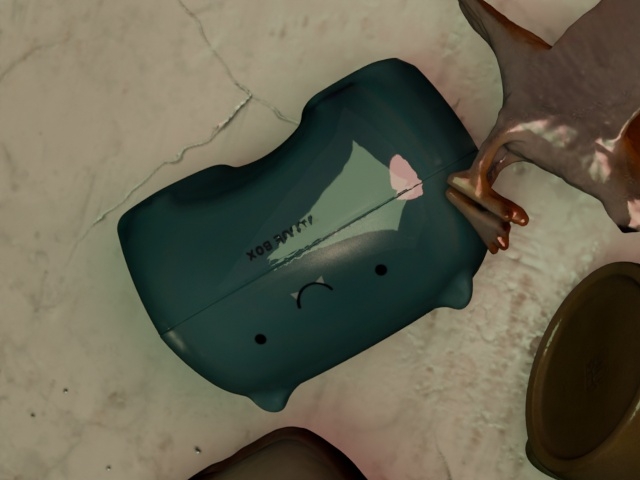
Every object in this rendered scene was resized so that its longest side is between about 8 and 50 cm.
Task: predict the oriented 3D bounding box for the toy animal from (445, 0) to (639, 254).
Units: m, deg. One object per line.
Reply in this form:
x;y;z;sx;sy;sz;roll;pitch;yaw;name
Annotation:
0.165;-0.146;1.496;0.284;0.225;0.302;26;72;20;toy animal

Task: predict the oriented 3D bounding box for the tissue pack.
0.000;0.000;1.594;0.287;0.198;0.206;-29;91;14;tissue pack

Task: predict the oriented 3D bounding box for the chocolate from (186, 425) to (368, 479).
-0.012;0.277;1.632;0.186;0.283;0.283;-44;87;0;chocolate

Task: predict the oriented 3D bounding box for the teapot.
0.275;0.134;1.575;0.175;0.185;0.268;24;139;-20;teapot
